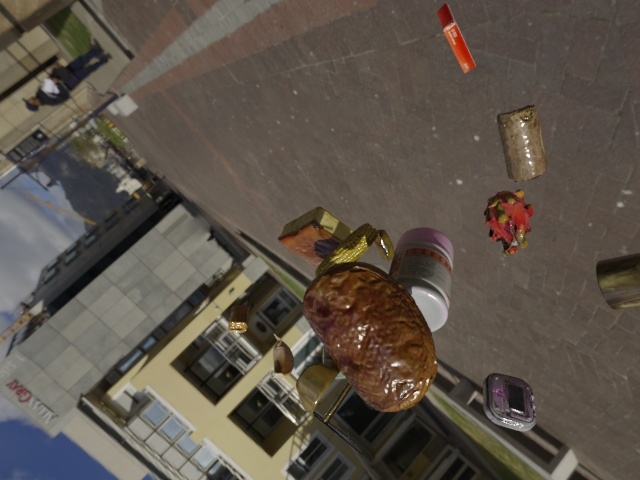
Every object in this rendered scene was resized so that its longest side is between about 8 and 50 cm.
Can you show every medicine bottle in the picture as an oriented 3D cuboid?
[{"bbox_3d":[0.321,0.121,1.307,0.203,0.315,0.202,11,130,13],"label":"medicine bottle"}]

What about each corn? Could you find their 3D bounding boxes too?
[{"bbox_3d":[0.092,0.061,1.526,0.101,0.310,0.101,43,-169,-10],"label":"corn"}]

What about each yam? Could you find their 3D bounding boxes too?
[{"bbox_3d":[0.662,-0.325,1.330,0.130,0.128,0.238,-9,116,37],"label":"yam"}]

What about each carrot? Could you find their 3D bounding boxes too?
[{"bbox_3d":[0.327,0.026,2.059,0.082,0.082,0.173,20,136,66],"label":"carrot"}]

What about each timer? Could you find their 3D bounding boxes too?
[{"bbox_3d":[0.739,0.625,1.576,0.191,0.208,0.069,13,133,7],"label":"timer"}]

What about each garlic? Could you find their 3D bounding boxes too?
[{"bbox_3d":[-0.184,0.544,1.896,0.091,0.198,0.128,-10,157,21],"label":"garlic"}]

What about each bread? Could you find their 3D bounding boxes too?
[{"bbox_3d":[-0.305,0.292,1.506,0.132,0.074,0.053,-109,19,-63],"label":"bread"},{"bbox_3d":[0.000,0.000,2.066,0.333,0.143,0.324,34,145,-22],"label":"bread"}]

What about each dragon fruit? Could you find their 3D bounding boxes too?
[{"bbox_3d":[0.947,-0.094,2.018,0.228,0.243,0.306,-9,110,29],"label":"dragon fruit"}]

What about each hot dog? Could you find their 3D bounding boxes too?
[{"bbox_3d":[0.123,0.235,1.019,0.387,0.267,0.174,54,-156,12],"label":"hot dog"}]

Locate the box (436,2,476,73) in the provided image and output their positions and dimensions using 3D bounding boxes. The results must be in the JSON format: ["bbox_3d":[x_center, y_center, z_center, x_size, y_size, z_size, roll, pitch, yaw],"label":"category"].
[{"bbox_3d":[0.492,-0.731,1.463,0.229,0.050,0.122,35,-140,-44],"label":"box"}]

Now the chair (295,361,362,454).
[{"bbox_3d":[0.058,0.456,1.150,0.247,0.158,0.172,32,168,17],"label":"chair"}]

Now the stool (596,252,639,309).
[{"bbox_3d":[1.087,0.121,1.319,0.179,0.179,0.264,48,141,-16],"label":"stool"}]

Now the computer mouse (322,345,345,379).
[{"bbox_3d":[0.102,0.425,1.541,0.331,0.197,0.094,-85,-30,-80],"label":"computer mouse"}]
